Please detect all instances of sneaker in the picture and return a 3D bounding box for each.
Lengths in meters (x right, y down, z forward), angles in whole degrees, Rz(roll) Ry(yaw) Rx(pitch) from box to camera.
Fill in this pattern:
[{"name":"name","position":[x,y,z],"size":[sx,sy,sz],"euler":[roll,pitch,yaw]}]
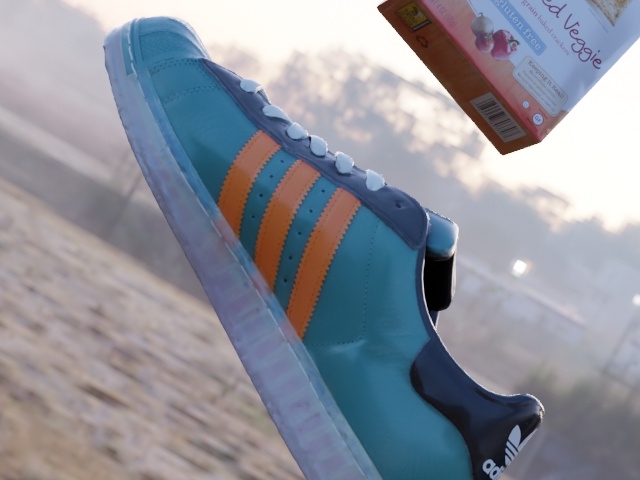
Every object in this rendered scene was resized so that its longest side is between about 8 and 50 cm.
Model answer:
[{"name":"sneaker","position":[0.000,0.000,0.893],"size":[0.302,0.121,0.108],"euler":[60,1,19]}]

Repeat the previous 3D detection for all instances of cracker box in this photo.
[{"name":"cracker box","position":[0.177,-0.200,1.404],"size":[0.156,0.232,0.067],"euler":[48,-22,-10]}]
